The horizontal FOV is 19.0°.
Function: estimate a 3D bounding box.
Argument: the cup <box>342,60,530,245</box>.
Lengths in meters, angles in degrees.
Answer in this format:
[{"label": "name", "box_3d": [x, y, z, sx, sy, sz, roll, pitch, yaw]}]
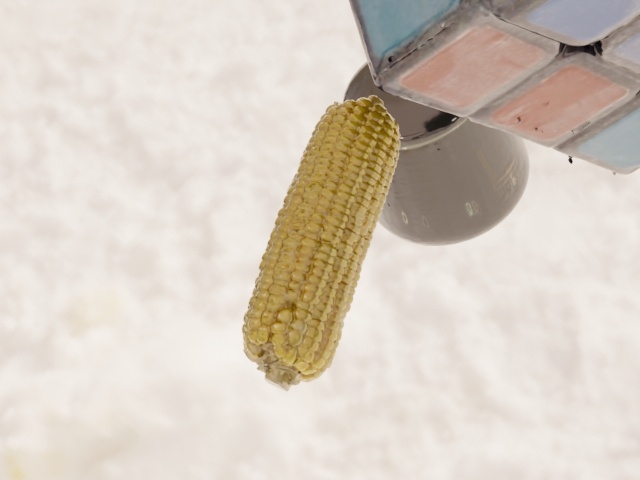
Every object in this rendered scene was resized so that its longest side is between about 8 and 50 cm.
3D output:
[{"label": "cup", "box_3d": [0.129, -0.117, 1.897, 0.223, 0.177, 0.169, -44, 44, -17]}]

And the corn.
[{"label": "corn", "box_3d": [0.000, 0.000, 1.443, 0.080, 0.080, 0.238, 3, 68, 37]}]

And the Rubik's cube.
[{"label": "Rubik's cube", "box_3d": [0.223, -0.300, 1.470, 0.358, 0.362, 0.363, -34, 60, 30]}]
